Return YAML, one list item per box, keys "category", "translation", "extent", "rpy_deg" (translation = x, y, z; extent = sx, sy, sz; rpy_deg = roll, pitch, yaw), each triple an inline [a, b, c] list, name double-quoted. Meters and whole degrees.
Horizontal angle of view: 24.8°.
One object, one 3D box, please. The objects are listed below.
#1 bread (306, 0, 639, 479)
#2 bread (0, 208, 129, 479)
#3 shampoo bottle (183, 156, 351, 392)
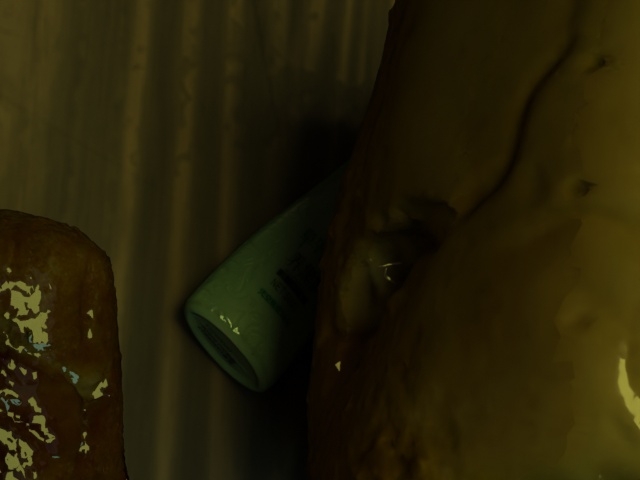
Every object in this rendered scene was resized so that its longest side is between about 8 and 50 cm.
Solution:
- category: "bread"
  translation: [0.122, 0.023, 0.755]
  extent: [0.361, 0.250, 0.394]
  rpy_deg: [41, 63, -62]
- category: "bread"
  translation: [-0.138, 0.152, 0.699]
  extent: [0.124, 0.084, 0.344]
  rpy_deg: [2, 77, -32]
- category: "shampoo bottle"
  translation: [0.000, 0.000, 0.847]
  extent: [0.069, 0.041, 0.191]
  rpy_deg: [48, 58, -10]
